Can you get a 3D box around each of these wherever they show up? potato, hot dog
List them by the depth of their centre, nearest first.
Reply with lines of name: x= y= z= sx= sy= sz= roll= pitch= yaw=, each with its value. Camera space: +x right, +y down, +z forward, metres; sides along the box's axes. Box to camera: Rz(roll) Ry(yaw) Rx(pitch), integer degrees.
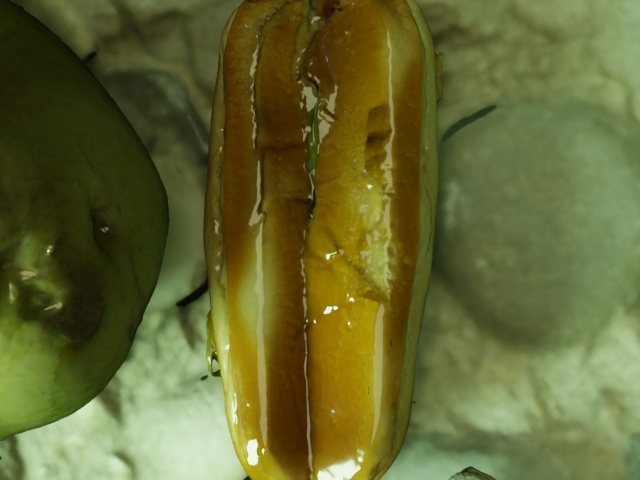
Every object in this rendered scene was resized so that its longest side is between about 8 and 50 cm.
potato: x=-0.234 y=-0.041 z=0.715 sx=0.351 sy=0.202 sz=0.218 roll=38 pitch=98 yaw=8
hot dog: x=0.000 y=0.000 z=0.738 sx=0.109 sy=0.072 sz=0.269 roll=2 pitch=86 yaw=13

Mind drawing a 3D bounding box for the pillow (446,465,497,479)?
pillow: x=0.042 y=0.224 z=0.732 sx=0.126 sy=0.043 sz=0.232 roll=40 pitch=96 yaw=9
